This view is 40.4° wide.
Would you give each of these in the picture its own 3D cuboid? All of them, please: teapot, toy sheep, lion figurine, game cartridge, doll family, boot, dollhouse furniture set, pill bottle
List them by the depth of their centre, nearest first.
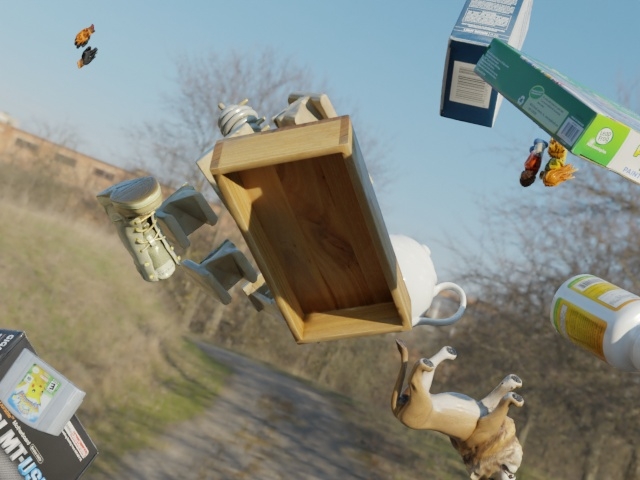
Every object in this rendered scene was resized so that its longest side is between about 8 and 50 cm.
[{"bbox_3d":[-0.267,0.146,0.823,0.083,0.056,0.017,29,-7,23],"label":"game cartridge"},{"bbox_3d":[-0.274,-0.013,1.383,0.213,0.077,0.165,6,-56,61],"label":"boot"},{"bbox_3d":[0.552,0.162,1.611,0.136,0.136,0.246,22,7,-27],"label":"pill bottle"},{"bbox_3d":[-0.101,-0.030,1.647,0.256,0.362,0.394,21,-33,58],"label":"dollhouse furniture set"},{"bbox_3d":[-0.160,-0.232,1.737,0.132,0.091,0.091,46,8,27],"label":"toy sheep"},{"bbox_3d":[0.274,0.366,1.829,0.392,0.240,0.142,27,25,-9],"label":"lion figurine"},{"bbox_3d":[0.504,-0.211,1.866,0.118,0.163,0.263,15,-44,16],"label":"doll family"},{"bbox_3d":[0.184,0.078,2.018,0.256,0.187,0.252,59,-17,-16],"label":"teapot"}]

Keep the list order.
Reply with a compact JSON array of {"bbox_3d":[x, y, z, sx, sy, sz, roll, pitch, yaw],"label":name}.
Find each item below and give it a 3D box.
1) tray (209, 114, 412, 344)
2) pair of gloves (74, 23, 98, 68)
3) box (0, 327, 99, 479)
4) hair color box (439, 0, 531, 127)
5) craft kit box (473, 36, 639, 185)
[{"bbox_3d":[0.000,0.000,1.357,0.203,0.076,0.411,-9,-45,14],"label":"tray"},{"bbox_3d":[-0.511,-0.422,1.895,0.074,0.083,0.010,-25,-18,35],"label":"pair of gloves"},{"bbox_3d":[-0.503,0.339,1.333,0.073,0.293,0.295,6,-50,30],"label":"box"},{"bbox_3d":[0.318,-0.385,1.616,0.105,0.347,0.173,15,-43,14],"label":"hair color box"},{"bbox_3d":[0.334,-0.133,1.027,0.247,0.061,0.250,22,22,-28],"label":"craft kit box"}]
